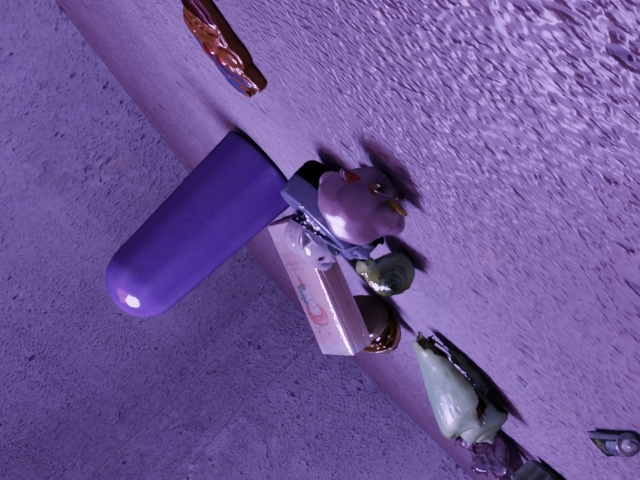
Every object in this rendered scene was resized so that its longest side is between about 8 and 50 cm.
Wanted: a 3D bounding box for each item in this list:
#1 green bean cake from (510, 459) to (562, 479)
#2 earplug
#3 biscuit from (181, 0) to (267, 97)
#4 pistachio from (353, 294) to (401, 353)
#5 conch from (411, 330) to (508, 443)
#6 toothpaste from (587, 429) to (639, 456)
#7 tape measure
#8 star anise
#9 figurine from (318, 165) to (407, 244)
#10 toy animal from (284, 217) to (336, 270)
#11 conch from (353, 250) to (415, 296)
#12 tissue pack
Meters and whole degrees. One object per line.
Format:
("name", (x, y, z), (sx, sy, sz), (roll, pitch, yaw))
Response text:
("green bean cake", (0.497, 0.564, 2.033), (0.183, 0.094, 0.185), (52, 172, -30))
("earplug", (-0.279, -0.015, 2.136), (0.215, 0.456, 0.215), (44, 173, 7))
("biscuit", (-0.162, -0.315, 1.544), (0.183, 0.043, 0.280), (41, 173, 28))
("pistachio", (0.108, 0.192, 2.255), (0.129, 0.131, 0.206), (30, 171, -34))
("conch", (0.273, 0.289, 1.917), (0.250, 0.137, 0.143), (66, -159, 2))
("toothpaste", (0.408, 0.283, 1.345), (0.049, 0.031, 0.204), (49, 175, 11))
("tape measure", (0.017, -0.047, 1.612), (0.181, 0.107, 0.182), (43, 177, -12))
("star anise", (0.378, 0.478, 2.232), (0.198, 0.111, 0.257), (53, 177, -36))
("figurine", (0.058, -0.049, 1.377), (0.137, 0.112, 0.229), (42, -178, 6))
("toy animal", (0.001, -0.001, 1.932), (0.131, 0.104, 0.221), (50, 173, -6))
("conch", (0.108, 0.050, 1.641), (0.095, 0.079, 0.201), (18, -178, -19))
("tissue pack", (-0.004, 0.095, 2.146), (0.170, 0.071, 0.325), (-7, 108, 65))
